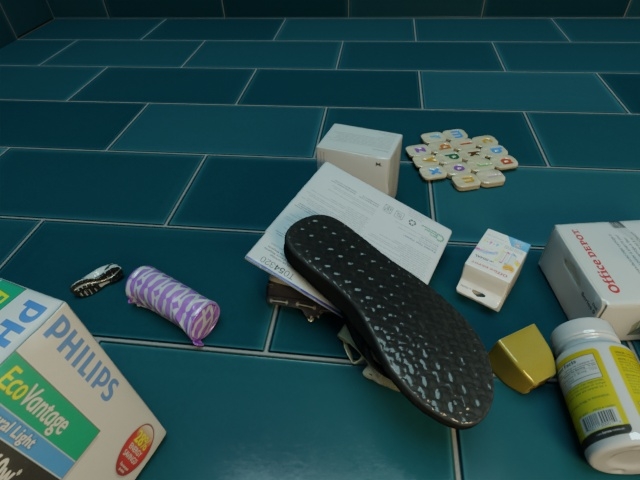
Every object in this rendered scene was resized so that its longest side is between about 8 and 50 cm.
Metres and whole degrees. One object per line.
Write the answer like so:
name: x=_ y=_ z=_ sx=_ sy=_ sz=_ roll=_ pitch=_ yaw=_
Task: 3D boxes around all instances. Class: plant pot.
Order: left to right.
plant pot: x=0.344 y=0.207 z=0.733 sx=0.081 sy=0.082 sz=0.083 roll=-19 pitch=54 yaw=-16

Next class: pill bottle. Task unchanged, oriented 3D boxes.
pill bottle: x=0.440 y=0.232 z=0.670 sx=0.119 sy=0.119 sz=0.209 roll=2 pitch=43 yaw=5

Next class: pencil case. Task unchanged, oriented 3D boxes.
pencil case: x=-0.297 y=0.122 z=0.855 sx=0.206 sy=0.086 sz=0.088 roll=22 pitch=83 yaw=27

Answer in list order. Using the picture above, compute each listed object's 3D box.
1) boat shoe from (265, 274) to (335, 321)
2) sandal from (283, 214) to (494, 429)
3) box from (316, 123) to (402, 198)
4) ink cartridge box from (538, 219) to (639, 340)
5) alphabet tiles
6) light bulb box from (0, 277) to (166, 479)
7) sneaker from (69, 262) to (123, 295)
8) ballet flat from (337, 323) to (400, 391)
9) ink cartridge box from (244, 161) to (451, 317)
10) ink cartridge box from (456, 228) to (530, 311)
boat shoe: x=-0.016 y=0.127 z=0.865 sx=0.205 sy=0.075 sz=0.065 roll=19 pitch=90 yaw=14
sandal: x=0.102 y=0.120 z=0.732 sx=0.167 sy=0.107 sz=0.446 roll=-23 pitch=52 yaw=-28
box: x=0.096 y=-0.170 z=1.070 sx=0.181 sy=0.181 sz=0.119 roll=15 pitch=45 yaw=18
ink cartridge box: x=0.611 y=0.070 z=0.829 sx=0.288 sy=0.122 sz=0.211 roll=-3 pitch=43 yaw=0
alphabet tiles: x=0.399 y=-0.237 z=1.242 sx=0.277 sy=0.021 sz=0.284 roll=-10 pitch=43 yaw=-7
light bulb box: x=-0.461 y=0.215 z=0.563 sx=0.360 sy=0.358 sz=0.225 roll=14 pitch=48 yaw=19
sneaker: x=-0.488 y=0.085 z=0.943 sx=0.109 sy=0.040 sz=0.043 roll=-27 pitch=32 yaw=-28
ballet flat: x=0.087 y=0.213 z=0.768 sx=0.052 sy=0.057 sz=0.168 roll=-43 pitch=46 yaw=2
ink cartridge box: x=0.066 y=0.020 z=0.885 sx=0.324 sy=0.071 sz=0.330 roll=31 pitch=55 yaw=8
ink cartridge box: x=0.346 y=0.063 z=0.875 sx=0.092 sy=0.090 sz=0.143 roll=25 pitch=49 yaw=27
